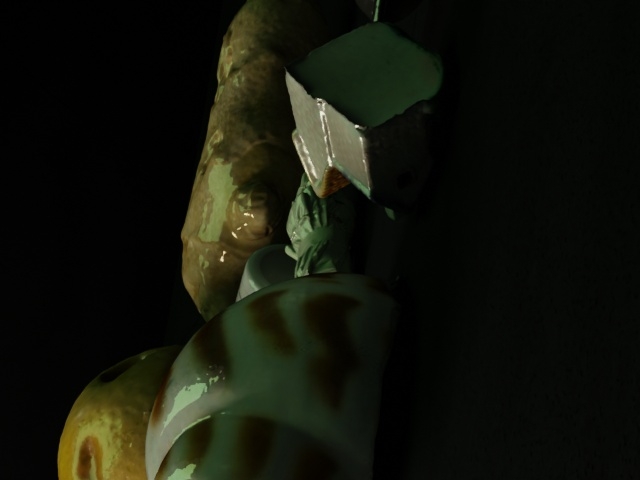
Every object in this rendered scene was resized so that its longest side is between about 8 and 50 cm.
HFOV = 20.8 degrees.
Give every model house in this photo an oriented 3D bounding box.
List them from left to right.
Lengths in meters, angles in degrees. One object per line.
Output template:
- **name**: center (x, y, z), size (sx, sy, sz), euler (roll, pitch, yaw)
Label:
- **model house**: center (0.040, -0.071, 1.147), size (0.100, 0.087, 0.100), euler (43, 153, 45)

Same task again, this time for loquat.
- **loquat**: center (-0.136, 0.200, 1.578), size (0.213, 0.213, 0.213), euler (-169, 90, -82)

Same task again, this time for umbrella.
- **umbrella**: center (0.000, 0.000, 1.374), size (0.067, 0.062, 0.143), euler (64, -165, -45)

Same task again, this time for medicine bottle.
- **medicine bottle**: center (-0.036, 0.075, 1.446), size (0.080, 0.080, 0.130), euler (-89, 12, -53)

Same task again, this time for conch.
- **conch**: center (-0.036, 0.131, 1.101), size (0.275, 0.148, 0.183), euler (-84, 5, -50)

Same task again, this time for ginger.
- **ginger**: center (-0.059, -0.080, 1.678), size (0.190, 0.126, 0.354), euler (109, 169, -75)

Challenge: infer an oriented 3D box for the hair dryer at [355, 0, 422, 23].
- **hair dryer**: center (0.059, -0.233, 1.318), size (0.248, 0.078, 0.196), euler (1, -80, -88)
